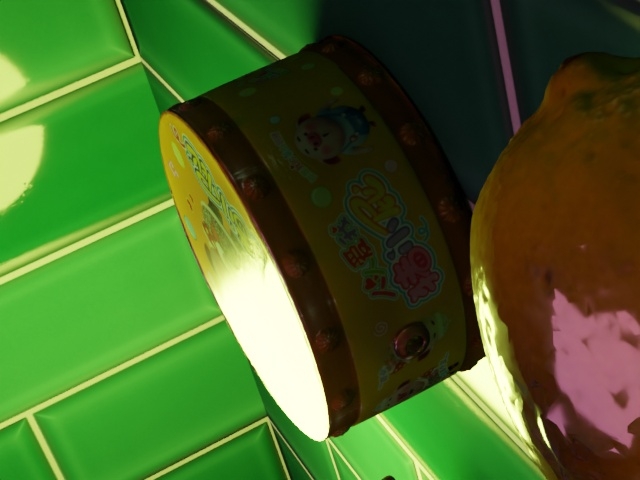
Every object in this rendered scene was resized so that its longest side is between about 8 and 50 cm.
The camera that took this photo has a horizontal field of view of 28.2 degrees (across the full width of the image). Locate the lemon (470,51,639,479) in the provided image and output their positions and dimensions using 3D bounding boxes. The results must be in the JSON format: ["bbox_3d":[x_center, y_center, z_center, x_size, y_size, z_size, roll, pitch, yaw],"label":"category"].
[{"bbox_3d":[0.206,0.034,0.670,0.260,0.261,0.284,106,146,-70],"label":"lemon"}]

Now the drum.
[{"bbox_3d":[0.000,0.000,1.433,0.431,0.214,0.431,58,164,27],"label":"drum"}]

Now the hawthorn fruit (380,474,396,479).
[{"bbox_3d":[0.128,0.486,1.727,0.311,0.295,0.295,59,165,22],"label":"hawthorn fruit"}]
